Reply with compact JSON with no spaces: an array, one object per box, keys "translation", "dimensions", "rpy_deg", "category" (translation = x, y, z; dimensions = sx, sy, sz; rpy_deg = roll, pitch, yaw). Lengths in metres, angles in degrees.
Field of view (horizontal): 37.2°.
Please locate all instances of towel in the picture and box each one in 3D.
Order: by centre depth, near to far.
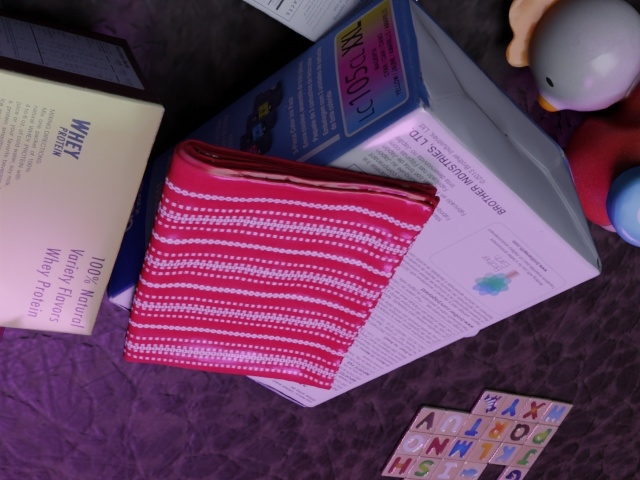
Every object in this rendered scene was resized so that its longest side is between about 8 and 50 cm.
[{"translation":[-0.042,0.034,0.757],"dimensions":[0.199,0.031,0.275],"rpy_deg":[10,139,-14],"category":"towel"}]

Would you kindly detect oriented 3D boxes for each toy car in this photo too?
[{"translation":[0.268,-0.147,0.924],"dimensions":[0.238,0.219,0.210],"rpy_deg":[35,108,-6],"category":"toy car"}]

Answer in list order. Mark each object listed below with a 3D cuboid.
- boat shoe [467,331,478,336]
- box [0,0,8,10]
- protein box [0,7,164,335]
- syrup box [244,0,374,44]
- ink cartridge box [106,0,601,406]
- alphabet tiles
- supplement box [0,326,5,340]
[{"translation":[0.137,0.007,1.018],"dimensions":[0.076,0.080,0.228],"rpy_deg":[-7,124,-11],"category":"boat shoe"},{"translation":[-0.329,-0.149,0.723],"dimensions":[0.183,0.059,0.232],"rpy_deg":[-23,128,-7],"category":"box"},{"translation":[-0.249,-0.057,0.694],"dimensions":[0.201,0.136,0.199],"rpy_deg":[9,117,-28],"category":"protein box"},{"translation":[-0.039,-0.238,0.762],"dimensions":[0.237,0.093,0.096],"rpy_deg":[23,111,-33],"category":"syrup box"},{"translation":[0.000,0.000,0.854],"dimensions":[0.395,0.151,0.270],"rpy_deg":[-31,133,28],"category":"ink cartridge box"},{"translation":[0.202,0.279,1.273],"dimensions":[0.237,0.009,0.198],"rpy_deg":[13,117,-30],"category":"alphabet tiles"},{"translation":[-0.340,0.090,0.854],"dimensions":[0.081,0.104,0.188],"rpy_deg":[10,118,-29],"category":"supplement box"}]
